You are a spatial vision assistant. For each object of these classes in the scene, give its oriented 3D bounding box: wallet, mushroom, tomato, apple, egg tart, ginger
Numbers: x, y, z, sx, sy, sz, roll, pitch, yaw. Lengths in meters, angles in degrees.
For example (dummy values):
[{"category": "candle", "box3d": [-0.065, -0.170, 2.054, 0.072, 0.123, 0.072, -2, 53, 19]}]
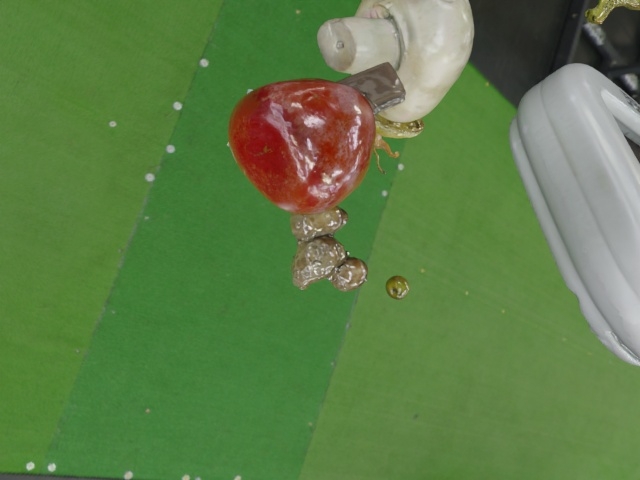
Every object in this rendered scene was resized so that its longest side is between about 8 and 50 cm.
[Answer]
[{"category": "wallet", "box3d": [0.079, -0.281, 1.001, 0.153, 0.118, 0.038, -21, 147, 2]}, {"category": "mushroom", "box3d": [0.195, -0.450, 1.243, 0.353, 0.353, 0.325, -47, 114, -24]}, {"category": "tomato", "box3d": [-0.018, -0.130, 0.647, 0.187, 0.151, 0.187, 3, 62, -5]}, {"category": "apple", "box3d": [0.279, 0.171, 1.894, 0.074, 0.090, 0.089, -26, 111, -54]}, {"category": "egg tart", "box3d": [0.213, -0.400, 1.590, 0.241, 0.241, 0.106, -12, 139, -36]}, {"category": "ginger", "box3d": [0.000, 0.000, 1.683, 0.256, 0.176, 0.375, -17, 89, -17]}]

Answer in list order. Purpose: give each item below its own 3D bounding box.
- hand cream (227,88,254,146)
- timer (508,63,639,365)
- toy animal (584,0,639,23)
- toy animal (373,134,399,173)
[{"category": "hand cream", "box3d": [-0.214, -0.350, 1.520, 0.076, 0.047, 0.174, 15, 96, -10]}, {"category": "timer", "box3d": [0.260, -0.012, 0.421, 0.262, 0.087, 0.237, 13, 54, -39]}, {"category": "toy animal", "box3d": [0.676, -0.544, 1.146, 0.181, 0.073, 0.136, -4, 104, -23]}, {"category": "toy animal", "box3d": [0.192, -0.356, 1.796, 0.114, 0.116, 0.255, -1, 88, -31]}]
